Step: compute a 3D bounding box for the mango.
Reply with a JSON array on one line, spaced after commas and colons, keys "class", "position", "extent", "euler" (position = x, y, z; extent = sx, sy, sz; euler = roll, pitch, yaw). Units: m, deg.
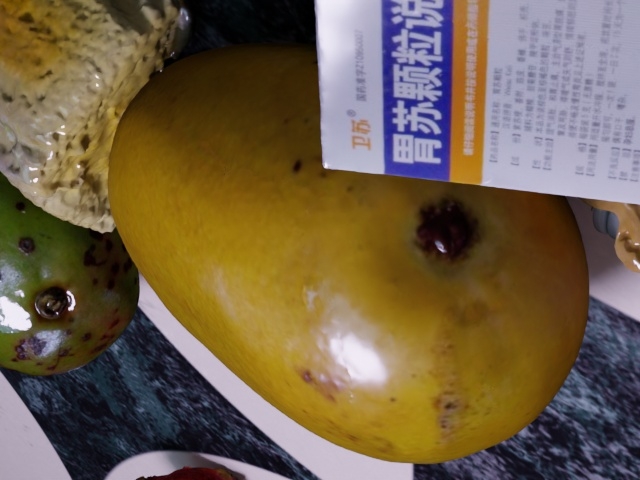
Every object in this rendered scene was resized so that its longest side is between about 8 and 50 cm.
[{"class": "mango", "position": [0.000, 0.000, 1.279], "extent": [0.445, 0.232, 0.300], "euler": [19, 148, 54]}]

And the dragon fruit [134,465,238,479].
[{"class": "dragon fruit", "position": [-0.127, 0.314, 1.914], "extent": [0.207, 0.150, 0.133], "euler": [36, -157, -35]}]

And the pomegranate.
[{"class": "pomegranate", "position": [-0.275, 0.017, 1.692], "extent": [0.202, 0.202, 0.248], "euler": [63, 176, -29]}]

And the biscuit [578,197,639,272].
[{"class": "biscuit", "position": [0.213, -0.048, 1.098], "extent": [0.184, 0.027, 0.133], "euler": [53, 125, 14]}]

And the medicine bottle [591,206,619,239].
[{"class": "medicine bottle", "position": [0.224, -0.014, 1.148], "extent": [0.089, 0.057, 0.057], "euler": [28, 146, 28]}]

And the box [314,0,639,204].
[{"class": "box", "position": [0.150, -0.123, 0.944], "extent": [0.299, 0.106, 0.200], "euler": [8, 139, 10]}]

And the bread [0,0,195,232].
[{"class": "bread", "position": [-0.227, -0.135, 1.450], "extent": [0.204, 0.162, 0.262], "euler": [43, 138, 24]}]
